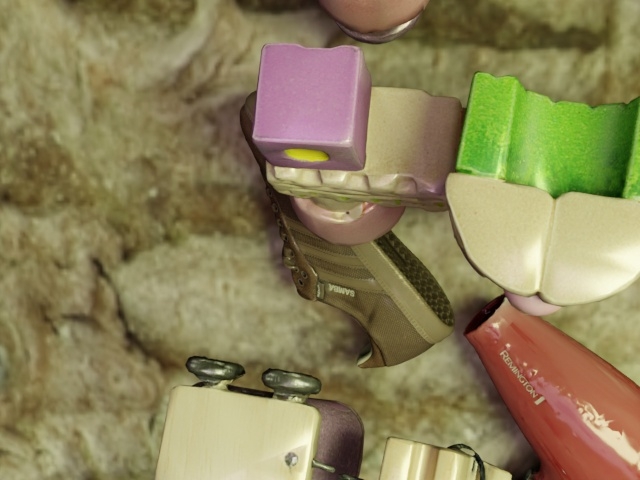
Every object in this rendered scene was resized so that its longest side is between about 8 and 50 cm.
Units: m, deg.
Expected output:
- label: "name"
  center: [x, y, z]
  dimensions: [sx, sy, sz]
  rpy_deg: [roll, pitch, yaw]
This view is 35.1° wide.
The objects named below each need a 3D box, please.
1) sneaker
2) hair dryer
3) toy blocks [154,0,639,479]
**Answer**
- label: "sneaker"
  center: [0.000, 0.000, 0.609]
  dimensions: [0.071, 0.066, 0.188]
  rpy_deg: [-35, 97, 21]
- label: "hair dryer"
  center: [0.135, 0.174, 0.630]
  dimensions: [0.223, 0.080, 0.293]
  rpy_deg: [-3, 105, 10]
- label: "toy blocks"
  center: [0.109, -0.003, 0.499]
  dimensions: [0.288, 0.260, 0.309]
  rpy_deg: [9, 81, 10]
